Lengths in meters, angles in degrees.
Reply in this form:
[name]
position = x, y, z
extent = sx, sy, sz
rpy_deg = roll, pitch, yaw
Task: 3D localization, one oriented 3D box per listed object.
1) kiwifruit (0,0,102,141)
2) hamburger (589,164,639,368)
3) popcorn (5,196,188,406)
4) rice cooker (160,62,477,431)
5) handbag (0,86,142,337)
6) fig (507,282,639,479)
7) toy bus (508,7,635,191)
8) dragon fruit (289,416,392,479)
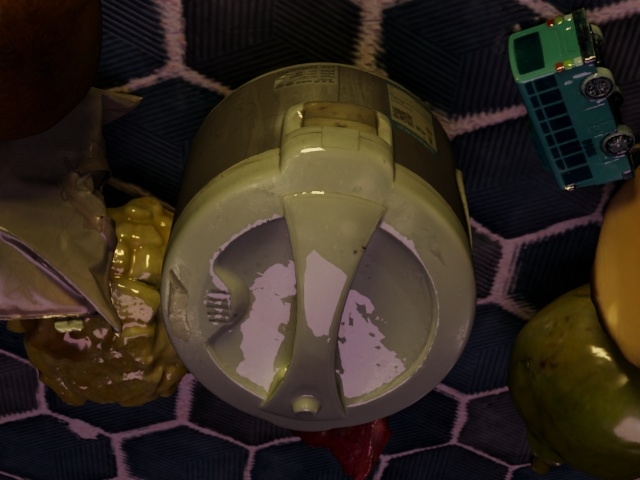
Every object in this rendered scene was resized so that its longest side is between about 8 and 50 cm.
[kiwifruit]
position = -0.273, -0.181, 1.046
extent = 0.196, 0.196, 0.234
rpy_deg = -4, 142, 5
[hamburger]
position = 0.426, 0.025, 1.221
extent = 0.236, 0.276, 0.276
rpy_deg = 10, 140, -36
[popcorn]
position = -0.221, 0.060, 1.320
extent = 0.216, 0.181, 0.235
rpy_deg = 29, 126, -25
[rice cooker]
position = 0.002, 0.002, 1.152
extent = 0.288, 0.277, 0.288
rpy_deg = 0, 120, 1
[handbag]
position = -0.253, -0.037, 1.171
extent = 0.182, 0.270, 0.117
rpy_deg = 1, 156, -10
[fig]
position = 0.288, 0.171, 1.411
extent = 0.233, 0.233, 0.314
rpy_deg = 31, 134, -30
[toy bus]
position = 0.232, -0.122, 1.187
extent = 0.091, 0.079, 0.160
rpy_deg = -16, 135, 17
[dragon fruit]
position = 0.012, 0.106, 1.399
extent = 0.262, 0.134, 0.211
rpy_deg = 41, 117, 18
